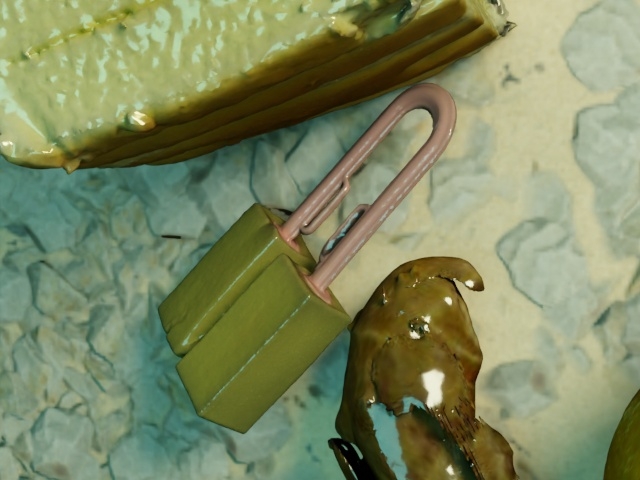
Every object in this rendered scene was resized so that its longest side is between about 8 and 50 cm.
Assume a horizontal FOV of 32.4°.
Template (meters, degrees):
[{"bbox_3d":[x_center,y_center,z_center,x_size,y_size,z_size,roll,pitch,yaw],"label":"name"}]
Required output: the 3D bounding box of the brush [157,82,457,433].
[{"bbox_3d":[0.000,0.000,0.665,0.233,0.047,0.103,-47,41,13],"label":"brush"}]

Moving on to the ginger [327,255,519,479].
[{"bbox_3d":[0.098,0.160,0.634,0.133,0.107,0.309,-32,80,19],"label":"ginger"}]

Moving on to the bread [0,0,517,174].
[{"bbox_3d":[-0.032,-0.120,0.595,0.246,0.239,0.111,-18,91,16],"label":"bread"}]

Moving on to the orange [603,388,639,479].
[{"bbox_3d":[0.268,0.128,0.492,0.279,0.279,0.235,19,140,16],"label":"orange"}]
